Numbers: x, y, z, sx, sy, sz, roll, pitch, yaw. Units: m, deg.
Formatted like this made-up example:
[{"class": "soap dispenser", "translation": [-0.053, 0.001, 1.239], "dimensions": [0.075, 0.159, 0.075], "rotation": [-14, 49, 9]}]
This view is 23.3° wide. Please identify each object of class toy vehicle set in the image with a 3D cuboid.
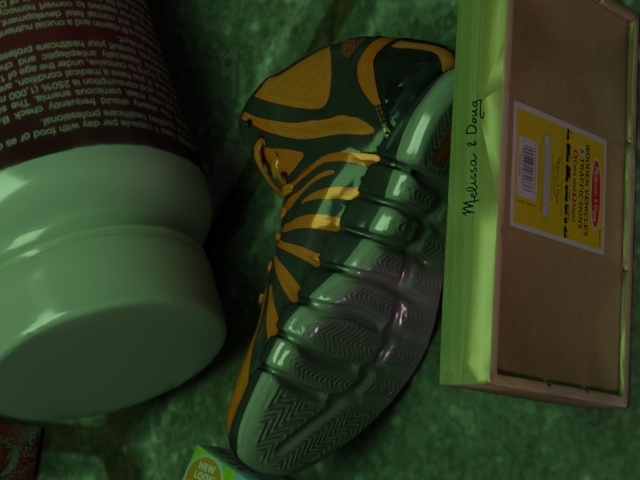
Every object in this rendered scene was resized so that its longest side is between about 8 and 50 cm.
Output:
[{"class": "toy vehicle set", "translation": [0.140, -0.035, 0.960], "dimensions": [0.035, 0.166, 0.267], "rotation": [-4, 77, 38]}]

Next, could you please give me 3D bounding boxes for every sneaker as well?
[{"class": "sneaker", "translation": [0.000, 0.000, 1.112], "dimensions": [0.180, 0.124, 0.321], "rotation": [29, 87, 44]}]

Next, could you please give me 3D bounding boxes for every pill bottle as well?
[{"class": "pill bottle", "translation": [-0.215, -0.073, 1.222], "dimensions": [0.224, 0.224, 0.392], "rotation": [-35, 59, 28]}]

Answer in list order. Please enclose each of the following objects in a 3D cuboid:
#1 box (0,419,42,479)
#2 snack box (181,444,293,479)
[{"class": "box", "translation": [-0.365, 0.195, 1.260], "dimensions": [0.122, 0.257, 0.128], "rotation": [4, 83, 38]}, {"class": "snack box", "translation": [-0.055, 0.277, 1.110], "dimensions": [0.174, 0.070, 0.207], "rotation": [27, 96, 41]}]
